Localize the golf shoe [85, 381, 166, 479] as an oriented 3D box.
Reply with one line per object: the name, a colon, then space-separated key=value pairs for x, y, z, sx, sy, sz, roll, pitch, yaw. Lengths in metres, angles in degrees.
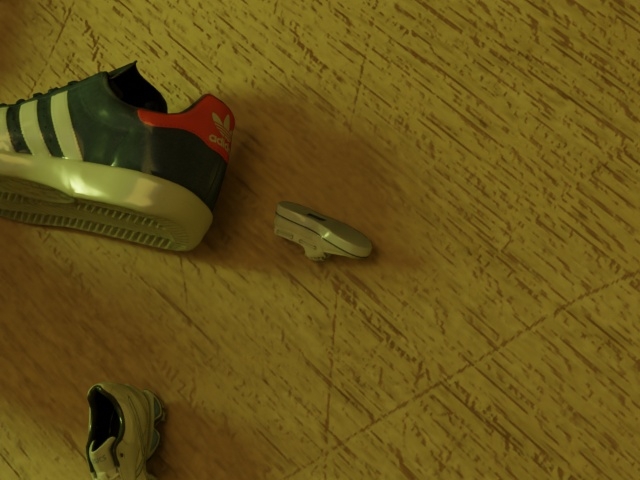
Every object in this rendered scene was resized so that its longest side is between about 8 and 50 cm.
golf shoe: x=-0.170 y=0.201 z=1.535 sx=0.069 sy=0.086 sz=0.176 roll=-18 pitch=64 yaw=20

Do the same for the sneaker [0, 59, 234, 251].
sneaker: x=-0.226 y=-0.096 z=1.672 sx=0.350 sy=0.131 sz=0.148 roll=14 pitch=70 yaw=27

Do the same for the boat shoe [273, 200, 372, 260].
boat shoe: x=0.000 y=0.000 z=1.557 sx=0.100 sy=0.035 sz=0.035 roll=25 pitch=111 yaw=30
